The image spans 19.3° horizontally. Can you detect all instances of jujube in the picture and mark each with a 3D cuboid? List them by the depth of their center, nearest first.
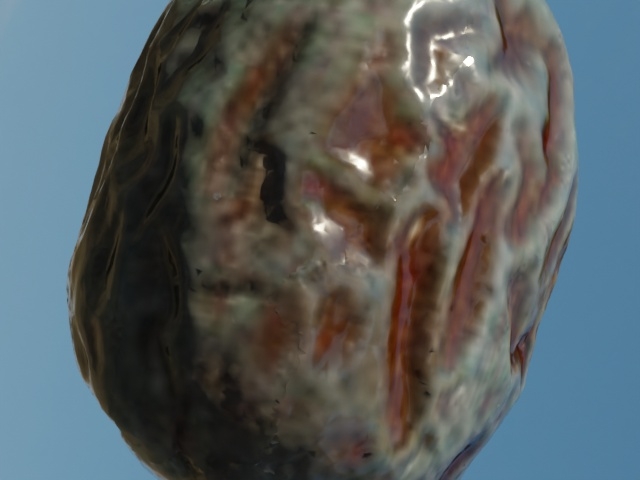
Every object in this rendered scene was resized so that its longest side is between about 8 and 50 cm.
[{"bbox_3d":[0.006,0.001,0.917,0.215,0.246,0.308,8,-93,30],"label":"jujube"}]
